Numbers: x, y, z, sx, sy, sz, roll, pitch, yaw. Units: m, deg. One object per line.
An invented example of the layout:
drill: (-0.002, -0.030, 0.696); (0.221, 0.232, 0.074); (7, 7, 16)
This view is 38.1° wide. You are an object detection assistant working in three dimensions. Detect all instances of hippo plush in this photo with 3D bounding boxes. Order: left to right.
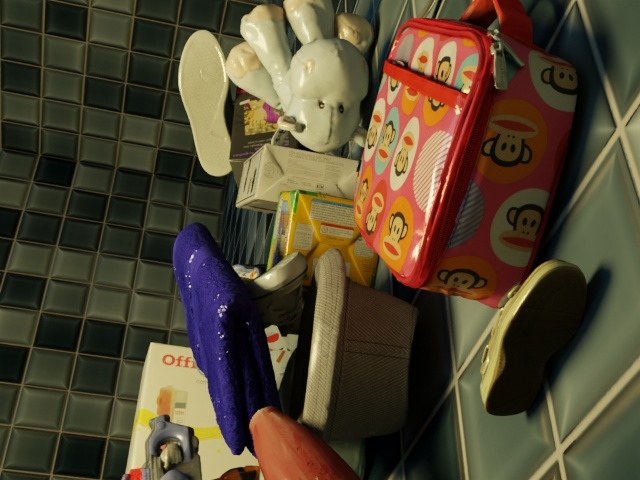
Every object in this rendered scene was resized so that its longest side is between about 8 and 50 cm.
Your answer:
hippo plush: (-0.034, -0.240, 1.469); (0.236, 0.234, 0.294); (-99, 22, -62)

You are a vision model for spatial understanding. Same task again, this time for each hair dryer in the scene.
hair dryer: (0.006, 0.292, 0.880); (0.293, 0.080, 0.223); (64, 156, 14)

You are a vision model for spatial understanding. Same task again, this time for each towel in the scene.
towel: (-0.131, 0.124, 1.195); (0.308, 0.076, 0.228); (-137, 33, -65)

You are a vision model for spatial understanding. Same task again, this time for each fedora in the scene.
fedora: (0.041, 0.136, 1.029); (0.275, 0.124, 0.244); (106, 171, -67)

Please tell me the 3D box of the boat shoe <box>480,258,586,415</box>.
boat shoe: (0.153, 0.067, 0.695); (0.048, 0.056, 0.153); (-100, 14, -49)

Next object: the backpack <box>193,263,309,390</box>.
backpack: (-0.117, 0.175, 1.667); (0.276, 0.213, 0.263); (-174, 83, -77)

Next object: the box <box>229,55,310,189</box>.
box: (-0.098, -0.233, 1.944); (0.165, 0.143, 0.270); (76, -165, -59)

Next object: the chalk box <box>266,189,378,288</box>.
chalk box: (0.000, 0.000, 1.355); (0.213, 0.132, 0.132); (-163, 83, -78)

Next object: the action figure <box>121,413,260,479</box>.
action figure: (-0.177, 0.441, 1.362); (0.341, 0.330, 0.178); (-93, 15, -48)

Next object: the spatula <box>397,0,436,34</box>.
spatula: (0.136, -0.307, 1.172); (0.084, 0.030, 0.296); (-103, 25, -51)

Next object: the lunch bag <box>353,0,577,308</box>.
lunch bag: (0.126, -0.098, 0.844); (0.293, 0.120, 0.258); (-120, 45, -72)

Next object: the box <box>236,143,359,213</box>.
box: (-0.042, -0.091, 1.562); (0.290, 0.169, 0.087); (172, 107, -80)

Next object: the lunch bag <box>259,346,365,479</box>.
lunch bag: (-0.020, 0.297, 1.261); (0.224, 0.107, 0.279); (-98, 20, -57)

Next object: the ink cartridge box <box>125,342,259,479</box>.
ink cartridge box: (-0.238, 0.418, 1.844); (0.160, 0.279, 0.385); (119, 157, -60)

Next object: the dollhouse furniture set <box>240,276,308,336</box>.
dollhouse furniture set: (-0.046, 0.152, 1.326); (0.101, 0.182, 0.161); (-134, 55, -77)

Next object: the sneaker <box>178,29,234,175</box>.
sneaker: (-0.227, -0.292, 1.940); (0.147, 0.104, 0.296); (-87, -11, -74)

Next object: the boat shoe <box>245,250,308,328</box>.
boat shoe: (-0.050, 0.069, 1.179); (0.076, 0.083, 0.226); (57, 165, -1)
